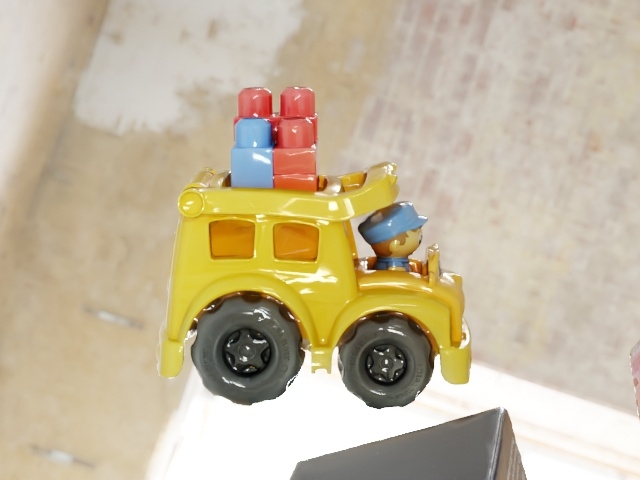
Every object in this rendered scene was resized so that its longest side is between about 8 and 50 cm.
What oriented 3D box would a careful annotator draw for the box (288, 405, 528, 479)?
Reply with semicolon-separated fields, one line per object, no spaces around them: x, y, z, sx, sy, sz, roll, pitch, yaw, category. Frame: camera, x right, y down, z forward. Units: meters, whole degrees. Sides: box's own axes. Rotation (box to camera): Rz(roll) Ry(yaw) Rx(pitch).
0.081;0.337;1.119;0.343;0.179;0.312;-58;129;-70;box

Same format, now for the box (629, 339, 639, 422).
0.344;0.135;1.232;0.142;0.154;0.300;-52;-174;20;box

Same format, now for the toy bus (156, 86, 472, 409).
0.000;0.000;1.137;0.149;0.220;0.211;-79;172;-81;toy bus
